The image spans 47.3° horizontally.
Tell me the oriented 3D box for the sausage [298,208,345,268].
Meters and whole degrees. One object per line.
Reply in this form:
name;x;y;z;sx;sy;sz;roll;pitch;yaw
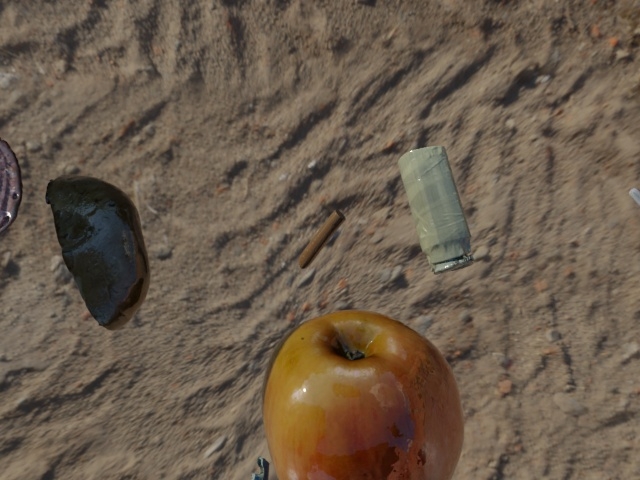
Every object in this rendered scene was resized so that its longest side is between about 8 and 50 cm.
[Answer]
sausage;0.000;0.000;1.203;0.026;0.026;0.116;38;109;3

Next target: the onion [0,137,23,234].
onion;-0.608;-0.054;1.157;0.250;0.111;0.247;1;51;-34

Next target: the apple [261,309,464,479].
apple;0.051;0.204;0.855;0.242;0.242;0.241;-16;124;-4

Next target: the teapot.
teapot;0.183;-0.043;1.192;0.077;0.107;0.200;-10;78;-19

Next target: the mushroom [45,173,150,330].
mushroom;-0.253;-0.004;0.850;0.094;0.072;0.210;-23;70;5

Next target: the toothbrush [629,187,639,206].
toothbrush;0.661;0.012;1.333;0.286;0.025;0.020;47;67;-5

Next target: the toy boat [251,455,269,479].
toy boat;-0.126;0.490;1.512;0.038;0.038;0.083;3;74;-2
